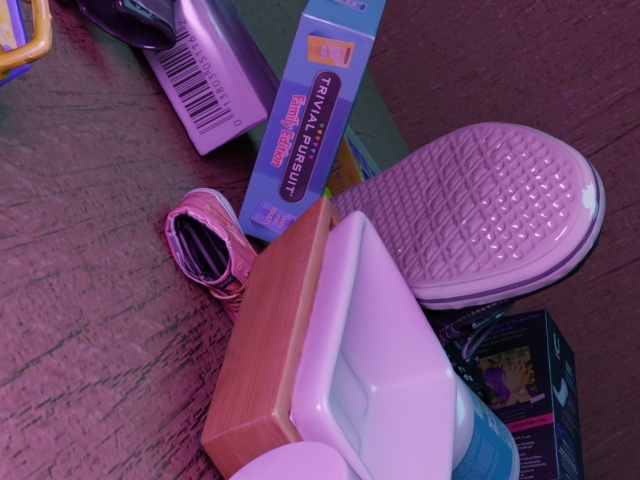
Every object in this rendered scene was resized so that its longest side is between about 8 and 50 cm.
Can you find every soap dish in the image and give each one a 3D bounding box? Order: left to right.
[{"bbox_3d":[0.014,0.135,1.073,0.229,0.118,0.291,60,22,-26],"label":"soap dish"}]

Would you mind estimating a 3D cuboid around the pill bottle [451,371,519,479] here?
[{"bbox_3d":[0.106,0.206,1.381,0.264,0.146,0.146,46,19,-56],"label":"pill bottle"}]

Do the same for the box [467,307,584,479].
[{"bbox_3d":[0.292,0.261,1.935,0.165,0.143,0.270,51,34,-50],"label":"box"}]

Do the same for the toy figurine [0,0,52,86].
[{"bbox_3d":[-0.200,-0.145,0.749,0.217,0.191,0.362,54,14,-59],"label":"toy figurine"}]

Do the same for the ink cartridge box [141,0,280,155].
[{"bbox_3d":[-0.157,-0.271,1.527,0.308,0.091,0.385,60,5,-8],"label":"ink cartridge box"}]

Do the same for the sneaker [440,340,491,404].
[{"bbox_3d":[0.166,0.166,1.771,0.124,0.107,0.283,49,6,27],"label":"sneaker"}]

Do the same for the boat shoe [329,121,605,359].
[{"bbox_3d":[0.131,0.012,1.285,0.156,0.187,0.500,29,-19,-18],"label":"boat shoe"}]

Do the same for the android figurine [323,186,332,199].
[{"bbox_3d":[0.000,0.000,1.627,0.248,0.056,0.273,65,11,14],"label":"android figurine"}]

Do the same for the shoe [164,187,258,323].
[{"bbox_3d":[-0.077,0.038,1.181,0.178,0.063,0.081,58,16,-7],"label":"shoe"}]

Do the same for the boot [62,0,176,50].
[{"bbox_3d":[-0.135,-0.271,1.266,0.338,0.118,0.222,23,62,-35],"label":"boot"}]

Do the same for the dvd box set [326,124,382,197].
[{"bbox_3d":[0.108,0.022,2.059,0.307,0.062,0.420,49,17,-51],"label":"dvd box set"}]

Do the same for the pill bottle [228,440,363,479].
[{"bbox_3d":[0.034,0.267,0.890,0.272,0.152,0.152,58,12,-26],"label":"pill bottle"}]

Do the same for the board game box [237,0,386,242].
[{"bbox_3d":[0.005,-0.180,1.472,0.079,0.254,0.336,18,30,-2],"label":"board game box"}]
